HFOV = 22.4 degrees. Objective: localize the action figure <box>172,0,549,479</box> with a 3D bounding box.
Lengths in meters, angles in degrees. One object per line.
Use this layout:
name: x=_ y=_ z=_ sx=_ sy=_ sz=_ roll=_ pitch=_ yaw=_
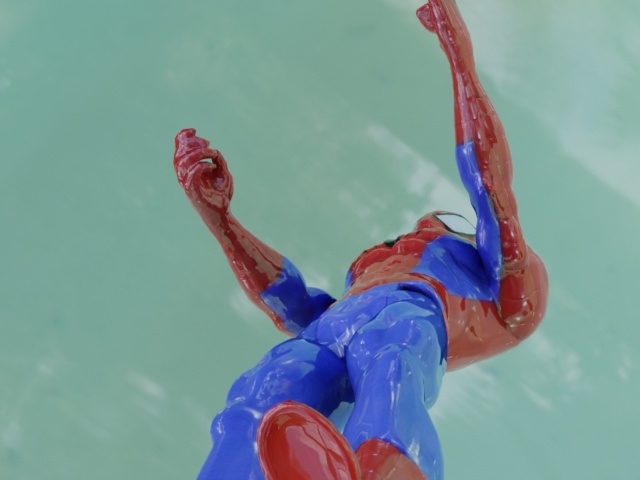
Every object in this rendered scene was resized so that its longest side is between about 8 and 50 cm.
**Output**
action figure: x=0.000 y=0.000 z=0.456 sx=0.091 sy=0.139 sz=0.280 roll=-20 pitch=3 yaw=18
